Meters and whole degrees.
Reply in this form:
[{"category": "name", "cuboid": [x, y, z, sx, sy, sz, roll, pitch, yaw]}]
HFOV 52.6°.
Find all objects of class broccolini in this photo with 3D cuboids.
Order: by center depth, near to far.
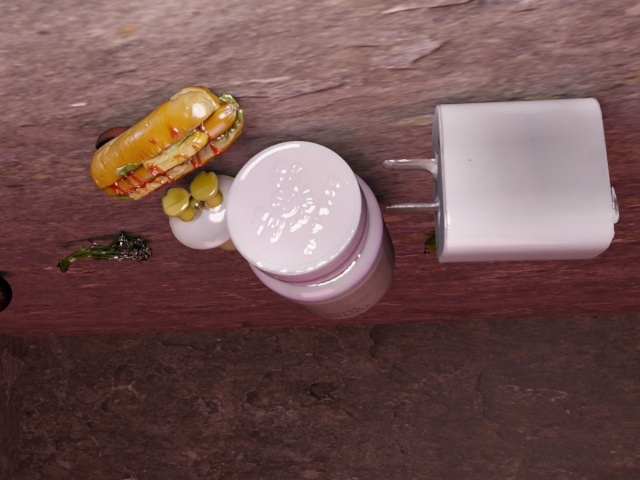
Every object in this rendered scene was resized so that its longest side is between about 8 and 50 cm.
[{"category": "broccolini", "cuboid": [-0.489, 0.037, 1.469, 0.271, 0.062, 0.123, -15, 145, 31]}]

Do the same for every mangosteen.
[{"category": "mangosteen", "cuboid": [-0.928, 0.144, 1.802, 0.140, 0.140, 0.140, 0, 166, 0]}]

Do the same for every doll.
[{"category": "doll", "cuboid": [-0.166, -0.042, 1.075, 0.141, 0.117, 0.296, -32, 175, 2]}]

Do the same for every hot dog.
[{"category": "hot dog", "cuboid": [-0.190, -0.109, 0.797, 0.250, 0.076, 0.104, -19, 156, 33]}]

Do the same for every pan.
[{"category": "pan", "cuboid": [-0.238, -0.133, 0.858, 0.115, 0.023, 0.068, -4, 164, -7]}]

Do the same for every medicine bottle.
[{"category": "medicine bottle", "cuboid": [0.000, 0.000, 1.013, 0.213, 0.213, 0.379, -3, 166, 10]}]

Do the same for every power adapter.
[{"category": "power adapter", "cuboid": [0.203, -0.069, 0.787, 0.255, 0.187, 0.124, -2, 165, 6]}]

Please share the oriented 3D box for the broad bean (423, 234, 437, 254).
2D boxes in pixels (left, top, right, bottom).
[{"category": "broad bean", "cuboid": [0.331, -0.003, 1.348, 0.256, 0.053, 0.052, -7, -157, 28]}]
